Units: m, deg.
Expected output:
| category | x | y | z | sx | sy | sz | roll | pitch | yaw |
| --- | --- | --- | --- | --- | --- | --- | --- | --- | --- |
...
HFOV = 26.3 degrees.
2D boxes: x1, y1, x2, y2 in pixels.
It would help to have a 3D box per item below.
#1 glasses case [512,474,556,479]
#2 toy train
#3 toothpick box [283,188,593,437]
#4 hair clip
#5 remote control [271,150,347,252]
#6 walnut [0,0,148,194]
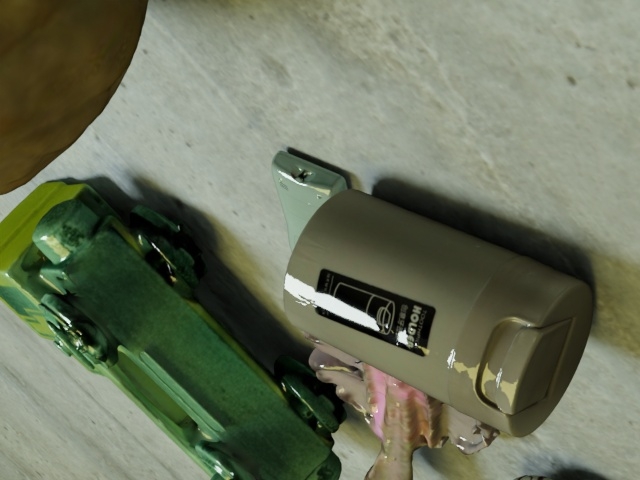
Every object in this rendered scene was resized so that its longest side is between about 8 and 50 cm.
| category | x | y | z | sx | sy | sz | roll | pitch | yaw |
| --- | --- | --- | --- | --- | --- | --- | --- | --- | --- |
| glasses case | 0.291 | 0.305 | 1.089 | 0.354 | 0.085 | 0.137 | 32 | 155 | 12 |
| toy train | -0.136 | 0.105 | 1.249 | 0.369 | 0.150 | 0.237 | 48 | 161 | -21 |
| toothpick box | 0.078 | 0.045 | 0.905 | 0.180 | 0.111 | 0.111 | 24 | 151 | 29 |
| hair clip | 0.064 | 0.162 | 1.154 | 0.173 | 0.069 | 0.300 | 21 | 143 | 16 |
| remote control | 0.000 | 0.000 | 1.022 | 0.061 | 0.029 | 0.162 | 22 | 151 | 26 |
| walnut | -0.253 | -0.160 | 0.818 | 0.296 | 0.285 | 0.285 | 30 | 154 | 1 |
